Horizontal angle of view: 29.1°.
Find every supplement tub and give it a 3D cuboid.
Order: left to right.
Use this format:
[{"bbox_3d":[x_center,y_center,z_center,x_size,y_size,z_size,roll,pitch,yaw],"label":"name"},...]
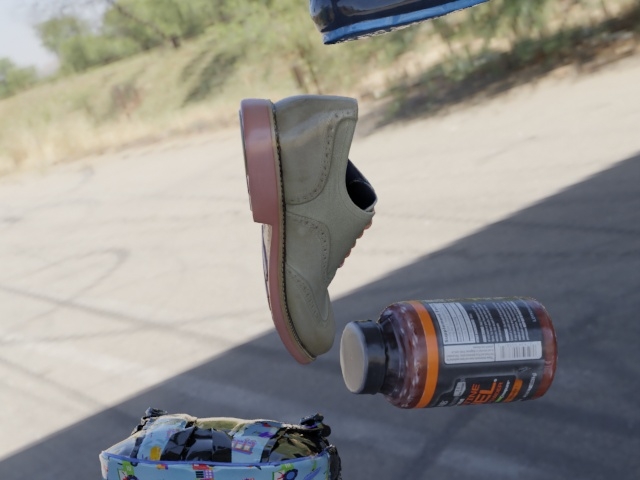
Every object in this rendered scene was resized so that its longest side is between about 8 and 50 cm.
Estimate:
[{"bbox_3d":[0.122,0.109,1.197,0.197,0.106,0.106,-1,4,-19],"label":"supplement tub"}]

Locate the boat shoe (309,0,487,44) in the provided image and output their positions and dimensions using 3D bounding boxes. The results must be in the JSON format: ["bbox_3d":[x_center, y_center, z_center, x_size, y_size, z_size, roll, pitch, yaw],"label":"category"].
[{"bbox_3d":[0.089,-0.203,0.831,0.258,0.089,0.109,-29,16,-35],"label":"boat shoe"}]

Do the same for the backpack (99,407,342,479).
[{"bbox_3d":[-0.066,0.172,0.810,0.158,0.117,0.173,2,-6,3],"label":"backpack"}]

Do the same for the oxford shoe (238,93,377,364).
[{"bbox_3d":[0.000,0.000,1.446,0.146,0.397,0.140,-9,46,-1],"label":"oxford shoe"}]
